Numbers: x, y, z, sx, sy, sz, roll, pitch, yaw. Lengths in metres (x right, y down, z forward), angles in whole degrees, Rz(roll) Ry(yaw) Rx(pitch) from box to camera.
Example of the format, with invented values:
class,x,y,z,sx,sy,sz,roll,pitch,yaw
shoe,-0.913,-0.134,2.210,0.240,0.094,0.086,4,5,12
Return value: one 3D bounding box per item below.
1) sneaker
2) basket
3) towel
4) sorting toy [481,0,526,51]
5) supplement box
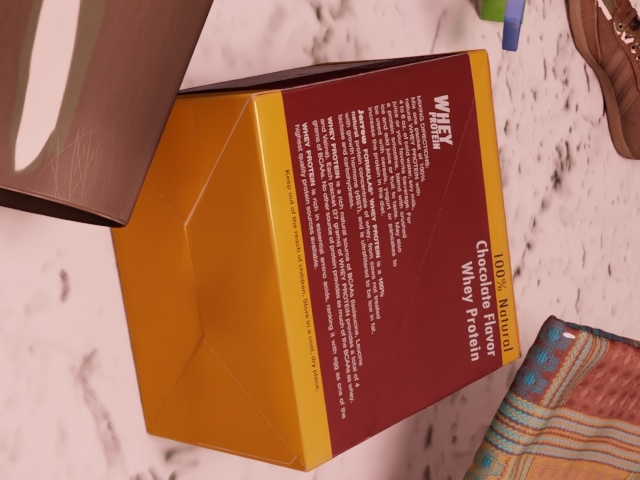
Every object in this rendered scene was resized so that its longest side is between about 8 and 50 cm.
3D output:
class,x,y,z,sx,sy,sz,roll,pitch,yaw
sneaker,0.269,-0.152,0.998,0.066,0.071,0.188,-49,125,-33
basket,-0.124,-0.130,0.532,0.204,0.154,0.227,19,82,-45
towel,0.154,0.239,0.820,0.271,0.040,0.370,16,103,-46
sorting toy,0.138,-0.305,0.813,0.196,0.047,0.348,-25,124,-79
supplement box,0.000,0.000,0.678,0.194,0.129,0.191,-19,106,-44
